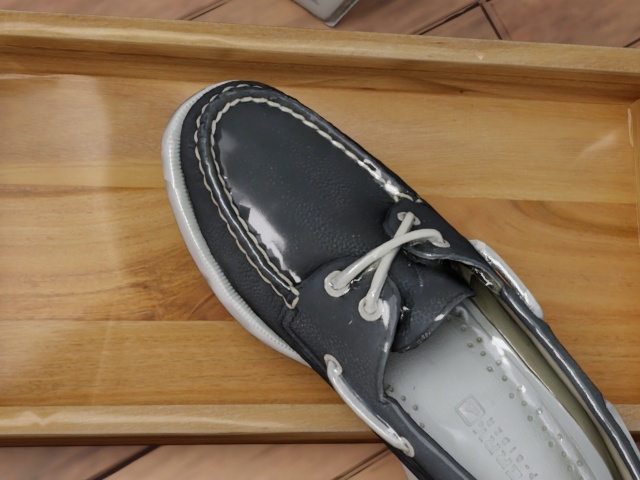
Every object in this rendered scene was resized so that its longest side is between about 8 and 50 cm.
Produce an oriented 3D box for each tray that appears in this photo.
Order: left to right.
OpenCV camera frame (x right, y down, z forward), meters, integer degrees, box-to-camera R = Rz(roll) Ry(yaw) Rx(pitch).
[{"bbox_3d":[0.000,0.000,0.906,0.411,0.076,0.203,1,78,-17],"label":"tray"}]

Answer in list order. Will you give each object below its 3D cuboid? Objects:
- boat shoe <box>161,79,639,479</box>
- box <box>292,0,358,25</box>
[{"bbox_3d":[0.047,0.039,0.824,0.302,0.091,0.114,46,69,-3],"label":"boat shoe"},{"bbox_3d":[0.019,-0.258,0.942,0.148,0.127,0.232,33,70,-8],"label":"box"}]
